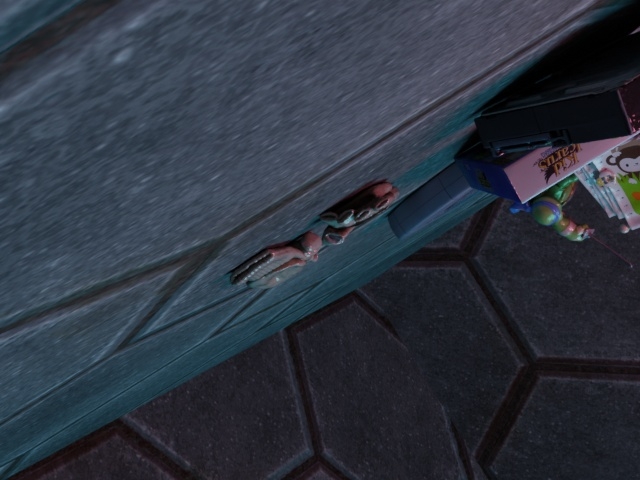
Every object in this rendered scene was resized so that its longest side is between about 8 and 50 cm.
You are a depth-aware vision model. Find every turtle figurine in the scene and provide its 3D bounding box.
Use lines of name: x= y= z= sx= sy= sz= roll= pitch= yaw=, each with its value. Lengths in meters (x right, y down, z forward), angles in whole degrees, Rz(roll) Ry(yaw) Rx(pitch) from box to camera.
turtle figurine: x=0.471 y=-0.102 z=2.075 sx=0.275 sy=0.198 sz=0.266 roll=-5 pitch=-139 yaw=22

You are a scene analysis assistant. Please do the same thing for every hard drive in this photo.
hard drive: x=0.381 y=-0.200 z=1.460 sx=0.339 sy=0.064 sz=0.237 roll=-29 pitch=-167 yaw=-31

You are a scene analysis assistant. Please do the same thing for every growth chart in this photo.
growth chart: x=0.479 y=-0.106 z=1.874 sx=0.172 sy=0.237 sz=0.021 roll=-31 pitch=-152 yaw=36

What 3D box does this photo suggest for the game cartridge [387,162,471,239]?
game cartridge: x=0.235 y=-0.095 z=2.047 sx=0.198 sy=0.062 sz=0.297 roll=-24 pitch=172 yaw=-29

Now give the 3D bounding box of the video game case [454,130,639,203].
video game case: x=0.337 y=-0.148 z=1.718 sx=0.244 sy=0.061 sz=0.269 roll=-30 pitch=-170 yaw=-3

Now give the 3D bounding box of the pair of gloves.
pair of gloves: x=0.000 y=0.000 z=1.602 sx=0.240 sy=0.042 sz=0.204 roll=-32 pitch=175 yaw=7
